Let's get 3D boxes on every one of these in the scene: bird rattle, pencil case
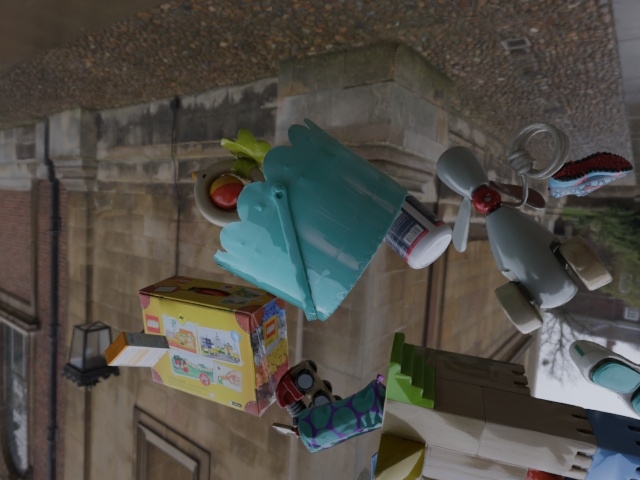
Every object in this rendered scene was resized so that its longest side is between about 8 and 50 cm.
[{"bbox_3d":[-0.172,-0.103,0.922,0.207,0.253,0.143,-20,171,-10],"label":"bird rattle"},{"bbox_3d":[0.037,0.264,0.622,0.152,0.070,0.064,-29,134,19],"label":"pencil case"}]

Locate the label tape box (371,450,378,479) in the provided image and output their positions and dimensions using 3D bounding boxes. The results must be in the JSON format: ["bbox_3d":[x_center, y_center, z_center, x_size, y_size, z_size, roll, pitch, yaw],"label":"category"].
[{"bbox_3d":[0.204,0.560,0.852,0.106,0.332,0.241,13,-164,40],"label":"label tape box"}]

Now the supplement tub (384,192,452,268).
[{"bbox_3d":[0.307,-0.049,1.457,0.191,0.191,0.272,-2,-138,-49],"label":"supplement tub"}]

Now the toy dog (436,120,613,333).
[{"bbox_3d":[0.335,-0.013,0.707,0.220,0.332,0.161,-16,163,26],"label":"toy dog"}]

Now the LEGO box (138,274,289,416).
[{"bbox_3d":[-0.377,0.351,1.465,0.501,0.371,0.193,6,-163,26],"label":"LEGO box"}]

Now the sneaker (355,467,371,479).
[{"bbox_3d":[0.224,0.931,1.508,0.212,0.080,0.094,45,-138,6],"label":"sneaker"}]

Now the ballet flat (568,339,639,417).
[{"bbox_3d":[0.829,0.371,1.119,0.401,0.139,0.139,30,176,-19],"label":"ballet flat"}]

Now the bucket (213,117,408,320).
[{"bbox_3d":[-0.009,-0.024,0.630,0.183,0.281,0.281,33,-173,2],"label":"bucket"}]

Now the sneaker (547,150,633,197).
[{"bbox_3d":[0.873,-0.208,1.353,0.262,0.104,0.125,-10,142,3],"label":"sneaker"}]

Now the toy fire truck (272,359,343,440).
[{"bbox_3d":[-0.073,0.519,1.274,0.246,0.217,0.158,-37,180,3],"label":"toy fire truck"}]

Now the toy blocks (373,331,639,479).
[{"bbox_3d":[0.198,0.285,0.479,0.261,0.380,0.190,8,-154,13],"label":"toy blocks"}]

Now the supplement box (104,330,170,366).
[{"bbox_3d":[-0.358,0.215,0.808,0.098,0.062,0.036,28,-158,-53],"label":"supplement box"}]
